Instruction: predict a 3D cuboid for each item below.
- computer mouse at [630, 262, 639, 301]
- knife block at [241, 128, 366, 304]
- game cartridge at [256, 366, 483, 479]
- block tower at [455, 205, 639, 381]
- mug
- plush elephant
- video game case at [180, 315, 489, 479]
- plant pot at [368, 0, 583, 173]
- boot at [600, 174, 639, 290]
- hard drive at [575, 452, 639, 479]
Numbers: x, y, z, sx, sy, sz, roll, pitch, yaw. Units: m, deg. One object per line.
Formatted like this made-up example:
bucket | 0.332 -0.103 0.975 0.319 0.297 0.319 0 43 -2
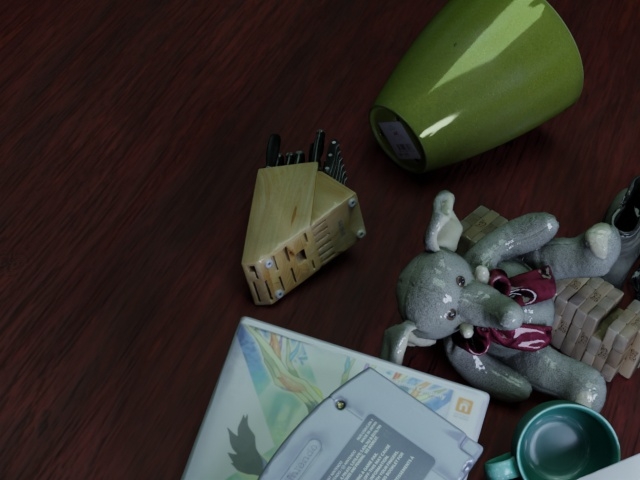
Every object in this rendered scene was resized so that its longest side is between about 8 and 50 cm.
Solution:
computer mouse | 0.580 0.062 1.839 0.072 0.272 0.188 50 43 -19
knife block | -0.061 -0.053 1.897 0.276 0.088 0.242 -36 45 -22
game cartridge | 0.029 0.305 1.472 0.198 0.062 0.297 34 72 16
block tower | 0.327 0.073 1.842 0.335 0.097 0.091 32 43 23
mug | 0.297 0.266 1.616 0.158 0.097 0.129 18 88 2
plush elephant | 0.214 0.081 1.683 0.330 0.271 0.255 14 5 31
video game case | 0.009 0.277 1.529 0.329 0.036 0.300 17 69 7
plant pot | 0.231 -0.246 2.064 0.293 0.274 0.275 -39 61 -21
boot | 0.485 -0.040 1.942 0.083 0.161 0.246 22 45 11
hard drive | 0.380 0.430 1.444 0.233 0.047 0.353 -23 55 -1
